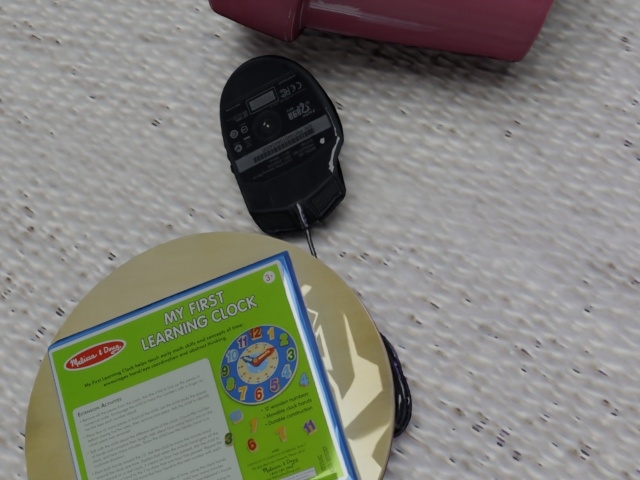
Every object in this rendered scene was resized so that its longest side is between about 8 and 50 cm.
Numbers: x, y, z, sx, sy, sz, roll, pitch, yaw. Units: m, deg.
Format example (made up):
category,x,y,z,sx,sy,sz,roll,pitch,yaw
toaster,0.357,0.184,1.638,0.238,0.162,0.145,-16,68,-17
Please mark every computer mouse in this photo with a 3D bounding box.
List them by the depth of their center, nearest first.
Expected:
category,x,y,z,sx,sy,sz,roll,pitch,yaw
computer mouse,0.000,0.000,0.675,0.071,0.041,0.242,-23,70,14

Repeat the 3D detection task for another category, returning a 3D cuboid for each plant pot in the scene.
category,x,y,z,sx,sy,sz,roll,pitch,yaw
plant pot,0.054,-0.193,0.681,0.180,0.201,0.201,20,68,0

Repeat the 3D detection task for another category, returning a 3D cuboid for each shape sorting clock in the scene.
category,x,y,z,sx,sy,sz,roll,pitch,yaw
shape sorting clock,-0.061,0.093,0.631,0.206,0.040,0.206,-4,73,15
